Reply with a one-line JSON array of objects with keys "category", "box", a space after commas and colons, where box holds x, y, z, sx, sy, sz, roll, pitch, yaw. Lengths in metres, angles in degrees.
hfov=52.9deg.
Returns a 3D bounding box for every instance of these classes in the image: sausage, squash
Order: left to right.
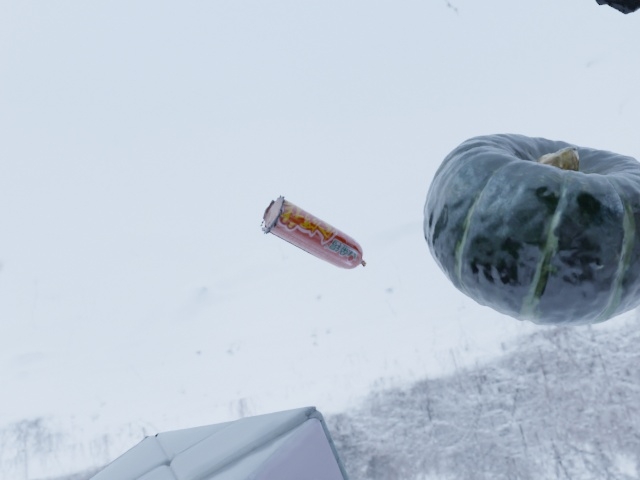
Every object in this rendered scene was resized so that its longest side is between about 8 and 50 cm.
[{"category": "sausage", "box": [0.000, 0.000, 0.747, 0.145, 0.050, 0.048, 29, 111, -29]}, {"category": "squash", "box": [0.237, -0.019, 0.676, 0.252, 0.252, 0.165, -7, 118, -15]}]

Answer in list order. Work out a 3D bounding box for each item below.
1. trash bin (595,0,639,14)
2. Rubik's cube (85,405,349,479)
[{"category": "trash bin", "box": [0.313, -0.170, 0.310, 0.203, 0.301, 0.252, -41, 163, -38]}, {"category": "Rubik's cube", "box": [-0.095, 0.284, 0.464, 0.231, 0.225, 0.221, -21, -175, 37]}]
